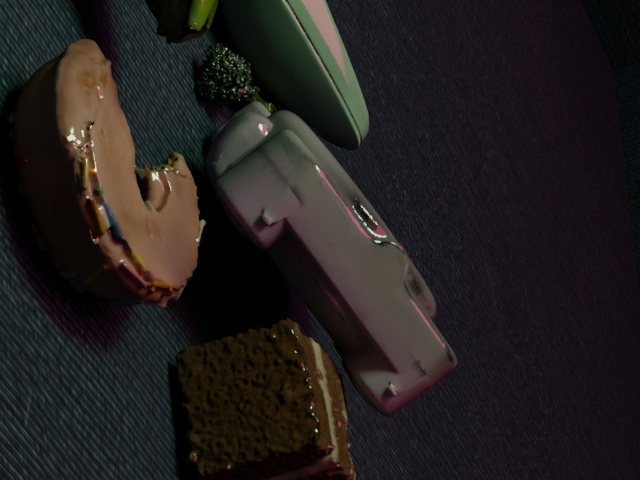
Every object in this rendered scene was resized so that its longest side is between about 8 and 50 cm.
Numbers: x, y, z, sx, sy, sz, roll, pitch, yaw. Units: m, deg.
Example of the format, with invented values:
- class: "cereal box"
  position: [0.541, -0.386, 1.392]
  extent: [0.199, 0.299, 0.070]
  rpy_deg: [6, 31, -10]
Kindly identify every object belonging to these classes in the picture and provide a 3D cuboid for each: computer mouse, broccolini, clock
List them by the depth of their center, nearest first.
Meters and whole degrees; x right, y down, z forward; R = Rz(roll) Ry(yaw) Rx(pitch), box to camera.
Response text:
- class: "clock"
  position: [0.000, 0.000, 1.926]
  extent: [0.295, 0.113, 0.322]
  rpy_deg: [54, 0, -20]
- class: "broccolini"
  position: [-0.068, -0.151, 2.112]
  extent: [0.216, 0.058, 0.067]
  rpy_deg: [33, 39, -64]
- class: "computer mouse"
  position: [-0.045, -0.221, 2.153]
  extent: [0.159, 0.097, 0.288]
  rpy_deg: [21, -44, 65]

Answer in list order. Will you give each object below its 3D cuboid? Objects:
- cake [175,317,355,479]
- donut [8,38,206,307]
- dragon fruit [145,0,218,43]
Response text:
- class: "cake"
  position: [-0.047, 0.166, 1.784]
  extent: [0.147, 0.135, 0.135]
  rpy_deg: [62, 16, -62]
- class: "donut"
  position: [-0.181, -0.039, 1.639]
  extent: [0.199, 0.085, 0.233]
  rpy_deg: [-90, 155, -44]
- class: "dragon fruit"
  position: [-0.172, -0.317, 1.813]
  extent: [0.198, 0.200, 0.269]
  rpy_deg: [-3, 96, -49]
